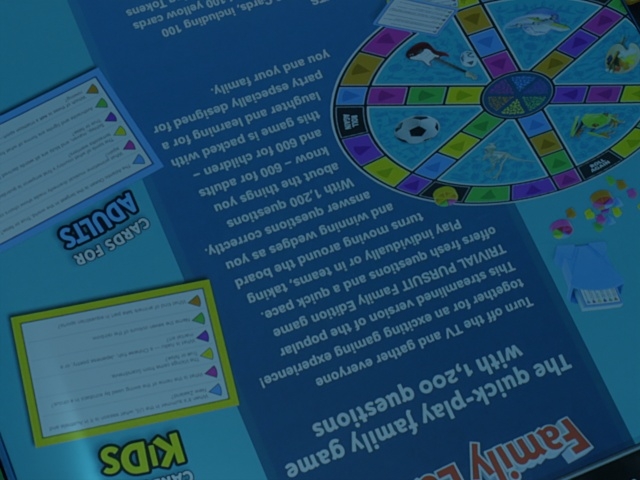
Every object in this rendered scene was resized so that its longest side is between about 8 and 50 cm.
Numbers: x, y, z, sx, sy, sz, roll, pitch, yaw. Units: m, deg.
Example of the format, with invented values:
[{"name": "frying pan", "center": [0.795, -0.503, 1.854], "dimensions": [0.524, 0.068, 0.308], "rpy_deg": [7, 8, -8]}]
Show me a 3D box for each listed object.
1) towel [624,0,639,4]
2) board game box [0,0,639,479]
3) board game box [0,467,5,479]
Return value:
[{"name": "towel", "center": [0.107, -0.212, 0.542], "dimensions": [0.102, 0.021, 0.237], "rpy_deg": [-35, 117, -50]}, {"name": "board game box", "center": [0.000, 0.000, 0.501], "dimensions": [0.253, 0.079, 0.336], "rpy_deg": [-20, 73, -14]}, {"name": "board game box", "center": [0.010, 0.209, 0.505], "dimensions": [0.317, 0.046, 0.214], "rpy_deg": [17, 76, -2]}]
